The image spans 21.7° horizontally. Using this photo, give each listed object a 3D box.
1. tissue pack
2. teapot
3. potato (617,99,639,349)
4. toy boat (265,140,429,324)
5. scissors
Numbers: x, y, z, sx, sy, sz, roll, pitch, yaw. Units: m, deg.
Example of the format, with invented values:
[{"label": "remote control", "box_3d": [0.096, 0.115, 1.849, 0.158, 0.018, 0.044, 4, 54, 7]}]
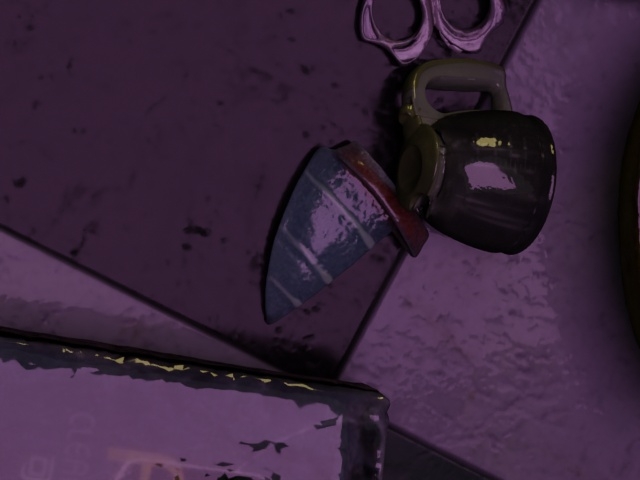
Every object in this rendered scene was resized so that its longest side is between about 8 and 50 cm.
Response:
[{"label": "tissue pack", "box_3d": [-0.151, 0.188, 1.046, 0.361, 0.122, 0.259, 11, 90, -9]}, {"label": "teapot", "box_3d": [0.090, -0.052, 1.083, 0.091, 0.124, 0.092, 9, 126, -24]}, {"label": "potato", "box_3d": [0.300, -0.034, 1.110, 0.269, 0.112, 0.255, -24, 96, -10]}, {"label": "toy boat", "box_3d": [0.000, 0.000, 1.097, 0.122, 0.034, 0.096, -38, 95, -3]}, {"label": "scissors", "box_3d": [0.062, -0.211, 1.097, 0.100, 0.015, 0.189, -11, 96, -6]}]
